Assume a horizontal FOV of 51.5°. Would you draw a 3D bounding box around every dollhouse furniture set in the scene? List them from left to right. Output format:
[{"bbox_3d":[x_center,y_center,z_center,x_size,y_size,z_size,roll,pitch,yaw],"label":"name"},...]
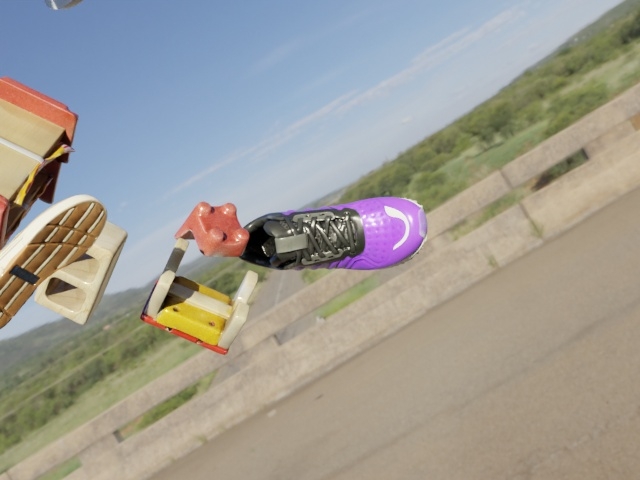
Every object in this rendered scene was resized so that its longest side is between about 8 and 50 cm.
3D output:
[{"bbox_3d":[-0.259,-0.008,0.755,0.152,0.374,0.201,-55,15,36],"label":"dollhouse furniture set"}]

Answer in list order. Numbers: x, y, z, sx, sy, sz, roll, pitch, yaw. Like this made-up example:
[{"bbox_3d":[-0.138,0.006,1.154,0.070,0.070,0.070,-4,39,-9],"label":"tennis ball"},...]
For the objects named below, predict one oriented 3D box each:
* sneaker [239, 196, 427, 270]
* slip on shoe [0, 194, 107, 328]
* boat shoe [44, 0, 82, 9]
[{"bbox_3d":[0.000,0.001,0.933,0.294,0.102,0.146,-7,-1,33],"label":"sneaker"},{"bbox_3d":[-0.231,0.012,0.527,0.135,0.041,0.051,-50,-37,-9],"label":"slip on shoe"},{"bbox_3d":[-0.369,-0.504,1.148,0.306,0.113,0.105,-35,-11,32],"label":"boat shoe"}]
